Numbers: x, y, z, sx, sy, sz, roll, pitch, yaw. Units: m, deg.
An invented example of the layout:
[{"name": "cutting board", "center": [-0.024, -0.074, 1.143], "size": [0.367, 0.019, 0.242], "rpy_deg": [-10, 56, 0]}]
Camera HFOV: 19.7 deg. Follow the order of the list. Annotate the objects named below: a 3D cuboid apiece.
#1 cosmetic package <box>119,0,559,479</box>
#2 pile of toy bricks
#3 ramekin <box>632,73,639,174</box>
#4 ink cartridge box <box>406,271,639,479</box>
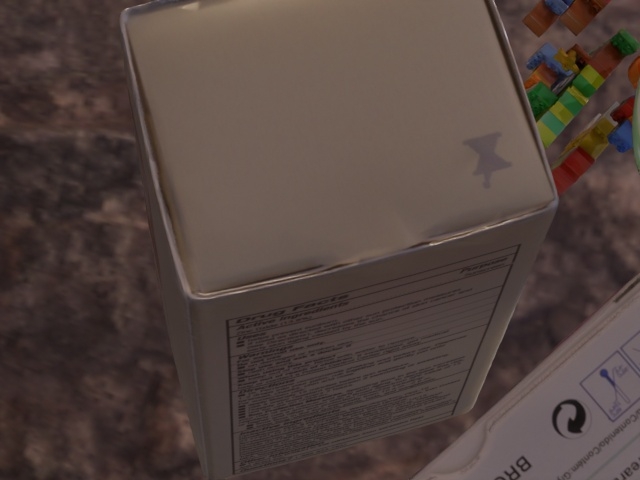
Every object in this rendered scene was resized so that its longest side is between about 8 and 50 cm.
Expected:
[{"name": "cosmetic package", "center": [0.000, 0.000, 0.831], "size": [0.153, 0.296, 0.129], "rpy_deg": [-13, -109, -8]}, {"name": "pile of toy bricks", "center": [0.159, -0.089, 1.192], "size": [0.118, 0.212, 0.105], "rpy_deg": [43, -108, -1]}, {"name": "ramekin", "center": [0.286, -0.060, 0.806], "size": [0.148, 0.303, 0.303], "rpy_deg": [44, -109, -32]}, {"name": "ink cartridge box", "center": [0.145, 0.186, 0.622], "size": [0.186, 0.065, 0.311], "rpy_deg": [-41, -97, -3]}]
